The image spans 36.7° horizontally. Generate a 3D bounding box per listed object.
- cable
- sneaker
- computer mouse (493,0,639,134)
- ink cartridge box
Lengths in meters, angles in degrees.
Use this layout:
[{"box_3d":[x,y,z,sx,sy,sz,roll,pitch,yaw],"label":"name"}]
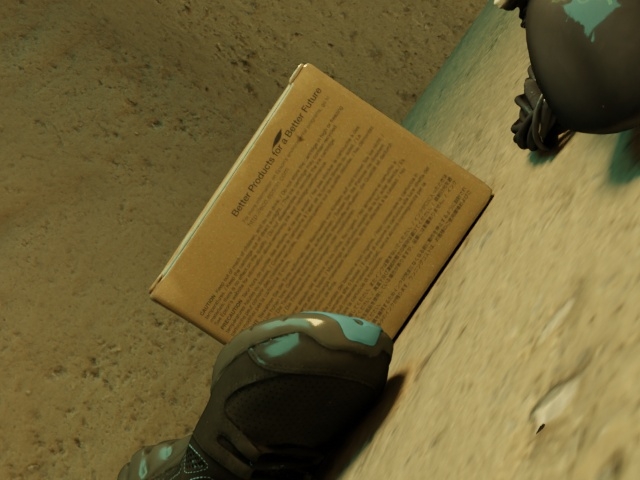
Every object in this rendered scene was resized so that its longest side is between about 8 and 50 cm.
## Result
[{"box_3d":[0.184,-0.137,0.716,0.184,0.047,0.150,-59,5,-27],"label":"cable"},{"box_3d":[-0.050,0.182,0.729,0.341,0.125,0.139,-51,32,38],"label":"sneaker"},{"box_3d":[0.164,-0.155,0.538,0.188,0.072,0.272,-35,20,32],"label":"computer mouse"},{"box_3d":[0.000,0.000,0.827,0.235,0.193,0.088,-55,2,2],"label":"ink cartridge box"}]
